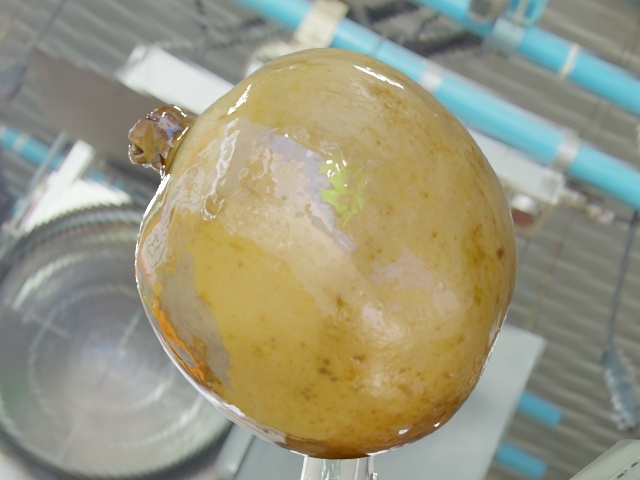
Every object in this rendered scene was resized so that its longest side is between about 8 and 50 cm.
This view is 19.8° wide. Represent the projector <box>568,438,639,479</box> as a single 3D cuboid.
[{"bbox_3d":[0.241,0.212,1.435,0.083,0.082,0.083,-5,-66,61],"label":"projector"}]

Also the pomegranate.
[{"bbox_3d":[0.010,0.014,1.307,0.307,0.307,0.307,17,-35,13],"label":"pomegranate"}]

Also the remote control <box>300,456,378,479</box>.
[{"bbox_3d":[0.021,0.284,1.455,0.055,0.103,0.277,-1,-64,7],"label":"remote control"}]
